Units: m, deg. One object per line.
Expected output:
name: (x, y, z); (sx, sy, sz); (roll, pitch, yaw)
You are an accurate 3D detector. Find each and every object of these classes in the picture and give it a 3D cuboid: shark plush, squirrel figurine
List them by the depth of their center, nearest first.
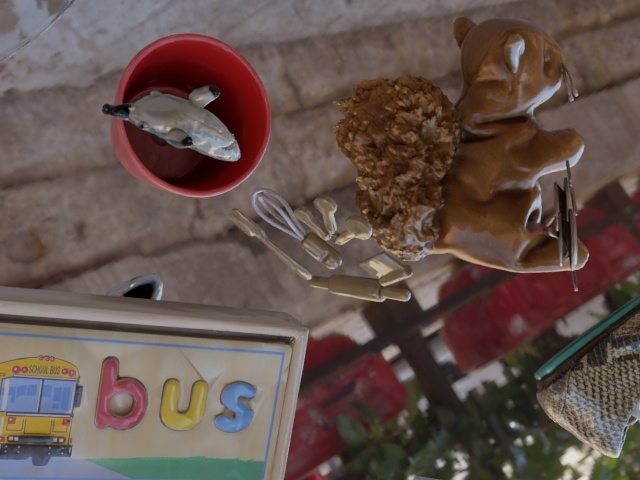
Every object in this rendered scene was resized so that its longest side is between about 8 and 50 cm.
shark plush: (-0.163, -0.114, 1.084); (0.161, 0.073, 0.067); (3, 154, 20)
squirrel figurine: (0.228, -0.164, 1.648); (0.397, 0.281, 0.370); (-4, 115, -16)

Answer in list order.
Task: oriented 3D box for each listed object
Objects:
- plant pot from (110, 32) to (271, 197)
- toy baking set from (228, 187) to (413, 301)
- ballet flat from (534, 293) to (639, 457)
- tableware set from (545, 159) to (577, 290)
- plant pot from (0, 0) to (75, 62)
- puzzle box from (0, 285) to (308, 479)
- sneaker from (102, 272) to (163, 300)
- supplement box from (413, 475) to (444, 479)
plant pot: (-0.252, -0.203, 1.837); (0.275, 0.275, 0.243); (-27, -172, -22)
toy baking set: (0.004, 0.005, 1.358); (0.256, 0.196, 0.030); (3, -133, 41)
ballet flat: (0.460, 0.065, 1.199); (0.483, 0.182, 0.164); (-50, 166, 17)
tableware set: (0.342, -0.024, 1.493); (0.039, 0.128, 0.194); (-2, -154, 10)
plant pot: (-0.346, -0.319, 0.768); (0.323, 0.323, 0.280); (-31, 152, -1)
puzzle box: (-0.220, 0.167, 0.727); (0.409, 0.272, 0.052); (6, -173, -24)
sneaker: (-0.218, 0.083, 1.029); (0.161, 0.057, 0.075); (-40, 177, -37)
supplement box: (0.227, 0.478, 1.747); (0.111, 0.114, 0.220); (-57, -160, -21)
